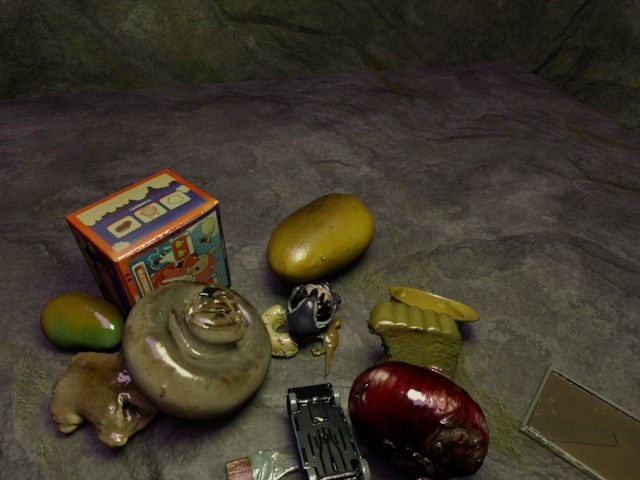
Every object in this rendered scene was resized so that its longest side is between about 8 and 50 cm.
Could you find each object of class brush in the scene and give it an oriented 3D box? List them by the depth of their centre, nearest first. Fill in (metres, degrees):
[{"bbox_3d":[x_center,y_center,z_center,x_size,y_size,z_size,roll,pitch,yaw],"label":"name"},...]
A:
[{"bbox_3d":[-0.046,0.505,0.968,0.336,0.020,0.085,-8,43,-12],"label":"brush"}]

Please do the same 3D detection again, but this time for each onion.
[{"bbox_3d":[0.207,0.369,0.909,0.313,0.314,0.232,17,59,15],"label":"onion"}]

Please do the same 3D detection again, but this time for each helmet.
[{"bbox_3d":[0.300,0.233,1.198,0.256,0.140,0.205,17,11,2],"label":"helmet"}]

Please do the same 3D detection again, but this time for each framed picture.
[{"bbox_3d":[0.682,0.477,1.036,0.314,0.024,0.232,32,50,27],"label":"framed picture"}]

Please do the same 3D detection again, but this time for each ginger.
[{"bbox_3d":[-0.523,0.381,1.007,0.221,0.130,0.275,-35,55,-21],"label":"ginger"}]

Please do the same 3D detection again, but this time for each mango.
[{"bbox_3d":[-0.650,0.223,1.157,0.250,0.114,0.157,6,60,17],"label":"mango"},{"bbox_3d":[0.000,0.000,1.347,0.301,0.221,0.445,6,31,27],"label":"mango"}]

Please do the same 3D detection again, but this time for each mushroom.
[{"bbox_3d":[-0.280,0.235,1.020,0.362,0.295,0.362,25,30,-16],"label":"mushroom"}]

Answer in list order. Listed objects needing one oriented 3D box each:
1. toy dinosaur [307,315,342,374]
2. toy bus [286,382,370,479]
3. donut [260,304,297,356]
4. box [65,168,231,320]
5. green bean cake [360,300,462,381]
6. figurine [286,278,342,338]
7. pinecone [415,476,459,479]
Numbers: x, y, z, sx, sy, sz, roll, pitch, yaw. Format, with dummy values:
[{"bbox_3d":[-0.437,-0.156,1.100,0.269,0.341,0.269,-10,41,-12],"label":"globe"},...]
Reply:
[{"bbox_3d":[0.034,0.291,1.194,0.126,0.039,0.162,-17,47,-22],"label":"toy dinosaur"},{"bbox_3d":[0.005,0.447,0.903,0.125,0.133,0.292,-3,25,-15],"label":"toy bus"},{"bbox_3d":[-0.134,0.257,1.200,0.108,0.065,0.166,-10,44,-13],"label":"donut"},{"bbox_3d":[-0.460,0.044,1.209,0.256,0.349,0.318,30,48,26],"label":"box"},{"bbox_3d":[0.217,0.283,1.064,0.232,0.236,0.124,8,22,3],"label":"green bean cake"},{"bbox_3d":[-0.031,0.191,1.199,0.145,0.146,0.222,13,10,11],"label":"figurine"},{"bbox_3d":[0.200,0.552,0.680,0.383,0.385,0.385,1,42,-1],"label":"pinecone"}]
